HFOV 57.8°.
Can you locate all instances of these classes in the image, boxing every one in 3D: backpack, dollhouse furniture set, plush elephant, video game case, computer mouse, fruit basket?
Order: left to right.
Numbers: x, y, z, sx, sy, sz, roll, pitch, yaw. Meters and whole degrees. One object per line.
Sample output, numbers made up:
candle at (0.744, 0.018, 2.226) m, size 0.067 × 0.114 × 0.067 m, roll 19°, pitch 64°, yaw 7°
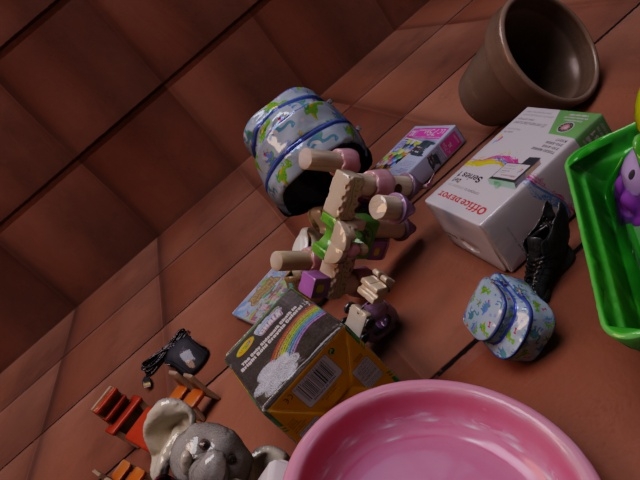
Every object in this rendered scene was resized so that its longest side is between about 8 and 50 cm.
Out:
dollhouse furniture set at (-0.389, 0.399, 1.257) m, size 0.259 × 0.135 × 0.262 m, roll -8°, pitch 39°, yaw 51°
computer mouse at (-0.400, 0.314, 1.518) m, size 0.184 × 0.060 × 0.262 m, roll -46°, pitch 24°, yaw -15°
plush elephant at (-0.172, 0.375, 0.810) m, size 0.330 × 0.271 × 0.256 m, roll 139°, pitch 149°, yaw -78°
video game case at (-0.112, 0.126, 1.460) m, size 0.212 × 0.023 × 0.193 m, roll -49°, pitch 25°, yaw -19°
backpack at (-0.032, -0.196, 1.344) m, size 0.290 × 0.274 × 0.355 m, roll -32°, pitch 7°, yaw 7°
backpack at (0.263, 0.112, 0.823) m, size 0.105 × 0.084 × 0.114 m, roll -68°, pitch 26°, yaw 20°
fruit basket at (0.406, -0.077, 0.615) m, size 0.282 × 0.392 × 0.392 m, roll -26°, pitch 27°, yaw 30°

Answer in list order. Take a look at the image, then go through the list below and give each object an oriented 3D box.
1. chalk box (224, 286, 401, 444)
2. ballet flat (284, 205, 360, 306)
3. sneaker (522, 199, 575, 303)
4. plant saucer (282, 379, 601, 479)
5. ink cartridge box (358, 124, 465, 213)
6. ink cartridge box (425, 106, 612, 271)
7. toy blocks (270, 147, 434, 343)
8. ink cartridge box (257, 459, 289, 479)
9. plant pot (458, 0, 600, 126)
chalk box at (-0.028, 0.215, 0.989) m, size 0.180 × 0.179 × 0.289 m, roll -46°, pitch 23°, yaw -9°
ballet flat at (0.000, 0.000, 1.362) m, size 0.116 × 0.124 × 0.343 m, roll -6°, pitch 43°, yaw 37°
sneaker at (0.332, 0.027, 0.884) m, size 0.170 × 0.089 × 0.051 m, roll -48°, pitch 24°, yaw -17°
plant saucer at (0.124, 0.287, 0.607) m, size 0.331 × 0.084 × 0.332 m, roll -4°, pitch 28°, yaw 2°
ink cartridge box at (0.201, -0.172, 1.470) m, size 0.311 × 0.065 × 0.185 m, roll -47°, pitch 23°, yaw -10°
ink cartridge box at (0.356, -0.100, 1.037) m, size 0.278 × 0.117 × 0.201 m, roll -42°, pitch 23°, yaw -2°
toy blocks at (0.108, -0.001, 1.134) m, size 0.309 × 0.260 × 0.289 m, roll 36°, pitch 115°, yaw 43°
ink cartridge box at (-0.008, 0.388, 0.635) m, size 0.100 × 0.171 × 0.237 m, roll -60°, pitch 12°, yaw 29°
plant pot at (0.432, -0.368, 1.280) m, size 0.263 × 0.263 × 0.229 m, roll -52°, pitch 8°, yaw -25°
